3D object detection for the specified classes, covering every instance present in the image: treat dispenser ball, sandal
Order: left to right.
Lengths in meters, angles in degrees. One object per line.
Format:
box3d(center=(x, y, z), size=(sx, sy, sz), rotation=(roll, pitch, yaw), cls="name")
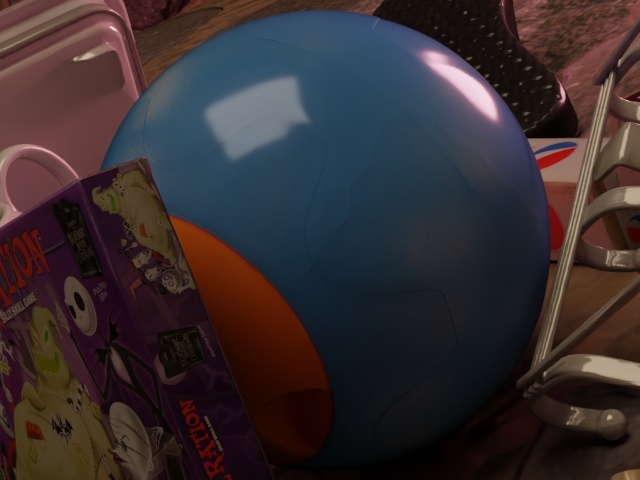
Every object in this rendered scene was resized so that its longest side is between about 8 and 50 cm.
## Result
box3d(center=(0.000, 0.000, 0.950), size=(0.288, 0.288, 0.288), rotation=(-23, 19, 8), cls="treat dispenser ball")
box3d(center=(0.146, -0.159, 1.528), size=(0.167, 0.107, 0.446), rotation=(-22, 31, 7), cls="sandal")

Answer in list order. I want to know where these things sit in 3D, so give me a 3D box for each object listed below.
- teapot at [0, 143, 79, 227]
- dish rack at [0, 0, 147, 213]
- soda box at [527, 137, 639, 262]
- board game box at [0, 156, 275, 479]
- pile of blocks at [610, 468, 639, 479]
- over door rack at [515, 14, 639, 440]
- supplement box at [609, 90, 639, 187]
box3d(center=(-0.298, 0.049, 1.260), size=(0.252, 0.187, 0.256), rotation=(-27, 19, -4), cls="teapot")
box3d(center=(-0.261, -0.052, 1.425), size=(0.285, 0.333, 0.072), rotation=(-31, 42, -23), cls="dish rack")
box3d(center=(0.166, -0.033, 1.163), size=(0.069, 0.074, 0.216), rotation=(-35, 20, -27), cls="soda box")
box3d(center=(-0.152, 0.089, 0.915), size=(0.056, 0.208, 0.347), rotation=(-17, -3, -31), cls="board game box")
box3d(center=(0.214, 0.141, 0.626), size=(0.362, 0.149, 0.112), rotation=(-24, 59, 35), cls="pile of blocks")
box3d(center=(0.191, -0.051, 0.780), size=(0.108, 0.324, 0.239), rotation=(14, 65, 6), cls="over door rack")
box3d(center=(0.328, -0.093, 1.039), size=(0.239, 0.073, 0.130), rotation=(-26, 24, -30), cls="supplement box")
